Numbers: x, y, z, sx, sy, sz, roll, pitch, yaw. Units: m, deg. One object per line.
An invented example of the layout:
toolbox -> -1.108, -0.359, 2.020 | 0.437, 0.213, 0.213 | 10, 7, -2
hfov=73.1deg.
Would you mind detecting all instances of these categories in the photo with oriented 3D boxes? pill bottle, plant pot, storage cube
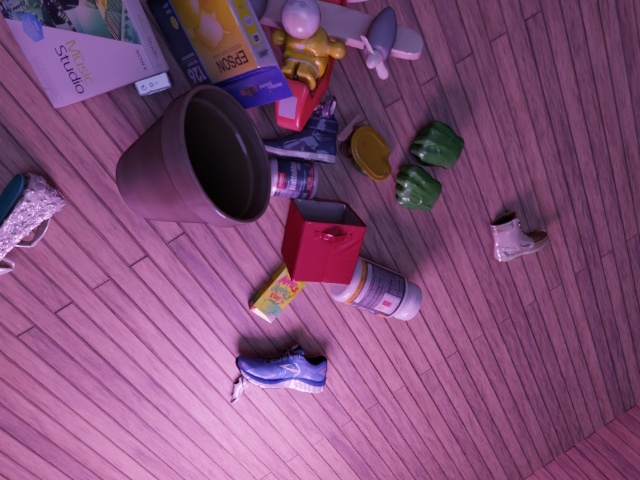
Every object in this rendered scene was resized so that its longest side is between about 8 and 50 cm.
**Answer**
pill bottle -> 0.183, 0.159, 1.404 | 0.279, 0.162, 0.162 | 23, 103, -23
plant pot -> -0.320, -0.167, 1.043 | 0.281, 0.323, 0.323 | -13, 119, 26
pill bottle -> -0.105, -0.175, 1.213 | 0.180, 0.108, 0.107 | 3, 110, -18
storage cube -> 0.000, 0.000, 1.262 | 0.184, 0.215, 0.193 | 5, 116, -19

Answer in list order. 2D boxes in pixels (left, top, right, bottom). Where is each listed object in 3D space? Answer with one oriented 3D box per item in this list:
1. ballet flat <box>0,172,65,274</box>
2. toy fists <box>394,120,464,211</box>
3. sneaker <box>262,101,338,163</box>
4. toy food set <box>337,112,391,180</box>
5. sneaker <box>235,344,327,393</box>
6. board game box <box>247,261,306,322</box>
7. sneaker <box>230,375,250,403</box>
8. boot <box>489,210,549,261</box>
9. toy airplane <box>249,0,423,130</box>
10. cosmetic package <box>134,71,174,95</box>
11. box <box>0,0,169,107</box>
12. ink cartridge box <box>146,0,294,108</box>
ballet flat -> -0.798, 0.010, 1.078 | 0.409, 0.147, 0.147 | -44, 116, 5
toy fists -> 0.320, -0.228, 1.329 | 0.142, 0.096, 0.279 | 18, 104, -33
sneaker -> -0.060, -0.306, 1.192 | 0.226, 0.086, 0.163 | 5, 101, -10
toy food set -> 0.123, -0.265, 1.273 | 0.218, 0.071, 0.128 | 42, 66, -30
sneaker -> -0.125, 0.413, 1.453 | 0.330, 0.130, 0.147 | 14, 92, -24
board game box -> -0.137, 0.167, 1.378 | 0.092, 0.043, 0.181 | 39, 97, -26
sneaker -> -0.283, 0.509, 1.481 | 0.044, 0.040, 0.109 | 32, 96, -8
boot -> 0.707, -0.030, 1.532 | 0.213, 0.077, 0.165 | -21, 114, -4
toy airplane -> -0.009, -0.500, 0.999 | 0.386, 0.272, 0.384 | -26, 87, 13
cosmetic package -> -0.427, -0.462, 0.999 | 0.086, 0.117, 0.231 | -21, 117, -8
box -> -0.509, -0.436, 0.926 | 0.322, 0.058, 0.232 | -8, 118, 23
ink cartridge box -> -0.234, -0.434, 0.970 | 0.072, 0.304, 0.307 | -41, 120, -31
